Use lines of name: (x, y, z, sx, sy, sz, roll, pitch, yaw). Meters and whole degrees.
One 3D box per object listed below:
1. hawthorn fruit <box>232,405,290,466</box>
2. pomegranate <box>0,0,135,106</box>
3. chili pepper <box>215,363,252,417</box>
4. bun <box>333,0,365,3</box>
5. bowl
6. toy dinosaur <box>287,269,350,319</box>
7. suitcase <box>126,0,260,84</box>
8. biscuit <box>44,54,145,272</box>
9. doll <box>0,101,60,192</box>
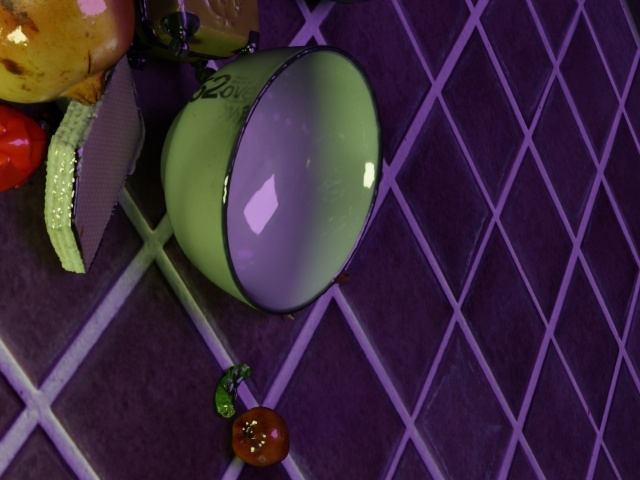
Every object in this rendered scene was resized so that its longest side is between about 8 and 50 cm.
hawthorn fruit: (-0.074, 0.269, 1.805, 0.093, 0.081, 0.081, 32, 53, -53)
pomegranate: (-0.311, -0.249, 1.484, 0.209, 0.209, 0.209, 27, 58, -52)
chili pepper: (-0.121, 0.201, 1.803, 0.030, 0.034, 0.091, 95, 12, -45)
bun: (0.039, -0.565, 2.144, 0.362, 0.211, 0.362, 29, 52, -47)
bowl: (-0.086, -0.094, 1.753, 0.354, 0.185, 0.354, -29, 127, -48)
toy dinosaur: (-0.006, -0.003, 1.976, 0.327, 0.113, 0.207, -24, 101, -57)
suitcase: (-0.188, -0.334, 1.761, 0.194, 0.143, 0.235, 3, 78, -57)
biscuit: (-0.273, -0.098, 1.584, 0.150, 0.052, 0.252, 81, 16, -47)
doll: (-0.336, -0.110, 1.524, 0.169, 0.057, 0.109, -12, 95, -63)
